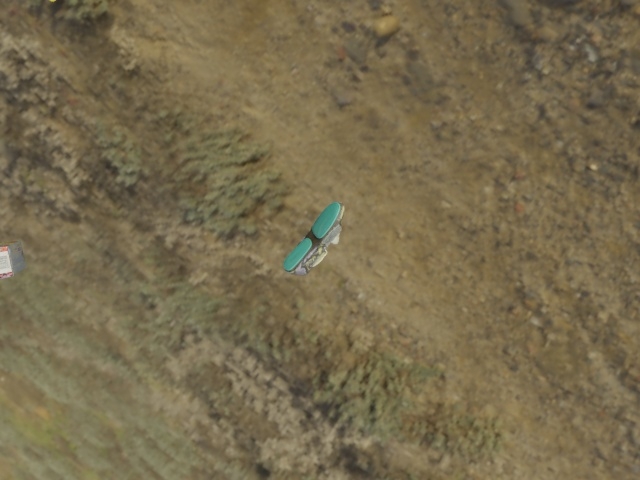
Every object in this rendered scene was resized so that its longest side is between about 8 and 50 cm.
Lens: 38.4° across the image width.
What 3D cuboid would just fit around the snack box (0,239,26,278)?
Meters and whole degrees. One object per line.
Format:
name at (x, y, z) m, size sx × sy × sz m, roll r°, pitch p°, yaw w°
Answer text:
snack box at (-0.728, 0.053, 1.890) m, size 0.174 × 0.207 × 0.070 m, roll -159°, pitch 58°, yaw -79°

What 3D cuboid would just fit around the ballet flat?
ballet flat at (0.000, 0.000, 1.155) m, size 0.041 × 0.041 × 0.114 m, roll 39°, pitch 106°, yaw -4°
